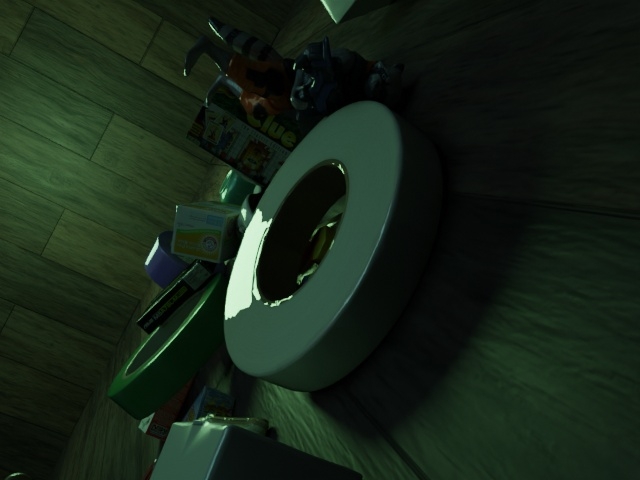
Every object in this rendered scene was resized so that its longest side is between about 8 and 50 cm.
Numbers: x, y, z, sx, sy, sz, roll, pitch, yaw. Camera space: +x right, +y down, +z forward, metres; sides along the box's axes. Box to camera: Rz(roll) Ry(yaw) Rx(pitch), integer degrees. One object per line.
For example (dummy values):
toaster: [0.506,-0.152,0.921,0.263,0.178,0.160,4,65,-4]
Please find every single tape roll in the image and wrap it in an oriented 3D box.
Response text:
tape roll: [-0.285,0.206,1.263,0.321,0.077,0.321,-43,13,13]
tape roll: [0.000,0.000,0.830,0.392,0.072,0.392,-42,33,37]
tape roll: [-0.338,0.062,1.583,0.080,0.188,0.189,-56,19,19]

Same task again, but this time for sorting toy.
sorting toy: [-0.021,0.051,0.957,0.193,0.038,0.208,-25,41,63]

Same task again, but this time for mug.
mug: [-0.200,-0.140,1.640,0.129,0.097,0.158,-51,21,33]

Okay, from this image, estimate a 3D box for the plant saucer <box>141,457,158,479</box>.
plant saucer: [-0.324,0.530,1.100,0.259,0.047,0.258,-58,18,15]

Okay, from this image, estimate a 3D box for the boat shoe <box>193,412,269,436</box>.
boat shoe: [-0.130,0.269,0.897,0.153,0.056,0.048,-12,37,50]

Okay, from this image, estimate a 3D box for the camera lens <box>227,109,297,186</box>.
camera lens: [-0.111,-0.232,1.322,0.220,0.219,0.274,-60,18,8]

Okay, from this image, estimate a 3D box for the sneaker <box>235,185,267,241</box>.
sneaker: [-0.116,-0.029,1.257,0.123,0.105,0.290,-62,6,12]

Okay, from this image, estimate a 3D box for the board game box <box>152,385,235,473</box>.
board game box: [-0.202,0.344,1.004,0.194,0.060,0.194,-61,18,7]

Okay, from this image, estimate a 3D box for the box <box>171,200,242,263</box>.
box: [-0.227,-0.023,1.366,0.203,0.114,0.103,-27,-52,-77]

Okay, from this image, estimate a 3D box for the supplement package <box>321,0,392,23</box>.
supplement package: [0.109,-0.588,1.199,0.177,0.175,0.293,-34,-2,-37]

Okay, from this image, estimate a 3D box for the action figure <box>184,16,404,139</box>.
action figure: [-0.030,-0.261,0.962,0.341,0.329,0.179,96,-178,-75]

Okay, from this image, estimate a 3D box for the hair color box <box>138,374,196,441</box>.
hair color box: [-0.331,0.343,1.377,0.093,0.053,0.167,-17,46,64]

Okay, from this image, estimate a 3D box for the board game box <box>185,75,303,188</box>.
board game box: [-0.104,-0.176,1.156,0.136,0.259,0.030,-56,9,20]

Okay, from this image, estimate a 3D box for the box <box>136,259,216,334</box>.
box: [-0.305,0.104,1.377,0.190,0.045,0.184,-43,12,4]

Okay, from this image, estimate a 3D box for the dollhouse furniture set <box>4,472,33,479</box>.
dollhouse furniture set: [-0.247,0.340,0.788,0.212,0.242,0.161,-1,64,40]

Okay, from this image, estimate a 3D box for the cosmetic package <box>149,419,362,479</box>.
cosmetic package: [-0.121,0.374,0.582,0.217,0.156,0.385,-26,39,62]
